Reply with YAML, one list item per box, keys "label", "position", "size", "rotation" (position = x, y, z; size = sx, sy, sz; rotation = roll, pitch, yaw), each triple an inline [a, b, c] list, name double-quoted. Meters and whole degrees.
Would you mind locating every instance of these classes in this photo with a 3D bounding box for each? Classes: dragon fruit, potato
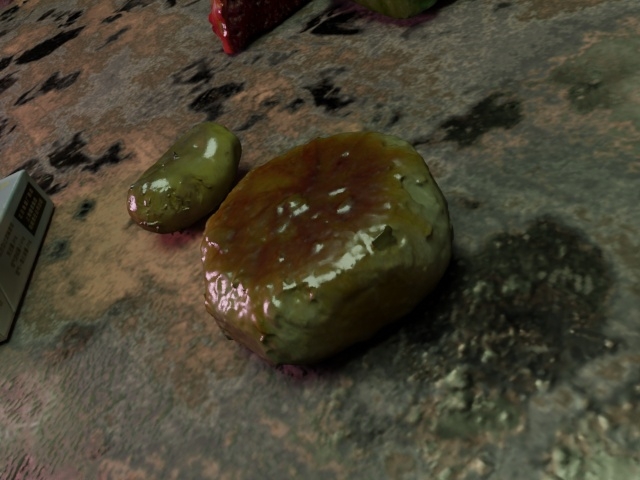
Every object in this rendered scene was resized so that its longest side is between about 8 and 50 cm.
- label: "dragon fruit"
  position: [-0.107, -0.423, 0.984]
  size: [0.262, 0.134, 0.211]
  rotation: [-43, 37, -17]
- label: "potato"
  position: [-0.136, -0.061, 0.646]
  size: [0.092, 0.070, 0.138]
  rotation: [19, 57, 46]

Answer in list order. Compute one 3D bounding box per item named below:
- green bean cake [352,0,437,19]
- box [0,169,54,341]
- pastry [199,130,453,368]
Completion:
- label: "green bean cake"
  position: [0.103, -0.401, 0.829]
  size: [0.222, 0.125, 0.248]
  rotation: [-43, 40, -16]
- label: "box"
  position: [-0.407, 0.033, 0.714]
  size: [0.155, 0.067, 0.243]
  rotation: [-24, 38, 9]
- label: "pastry"
  position: [0.000, 0.000, 0.474]
  size: [0.192, 0.093, 0.182]
  rotation: [-25, 41, 5]
